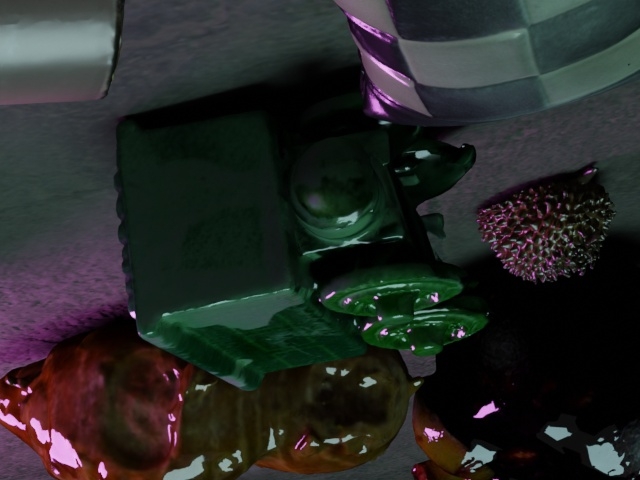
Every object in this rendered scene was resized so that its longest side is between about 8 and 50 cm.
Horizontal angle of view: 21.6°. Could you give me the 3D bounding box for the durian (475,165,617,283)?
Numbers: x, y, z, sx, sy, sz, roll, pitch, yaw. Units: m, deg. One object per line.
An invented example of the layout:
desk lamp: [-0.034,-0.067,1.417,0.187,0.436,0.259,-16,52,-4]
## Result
durian: [0.184,-0.005,1.291,0.110,0.071,0.140,-5,158,-22]

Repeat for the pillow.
pillow: [0.082,-0.127,0.722,0.186,0.106,0.250,-14,160,9]

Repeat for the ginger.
ginger: [-0.107,0.137,1.469,0.357,0.153,0.274,-6,-176,-13]

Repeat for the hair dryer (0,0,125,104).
hair dryer: [-0.145,-0.155,0.535,0.189,0.107,0.344,-3,154,-19]

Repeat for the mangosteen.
mangosteen: [0.202,0.136,1.521,0.287,0.233,0.287,-14,171,-2]

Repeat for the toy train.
toy train: [0.000,0.000,1.048,0.201,0.145,0.266,-11,164,12]
